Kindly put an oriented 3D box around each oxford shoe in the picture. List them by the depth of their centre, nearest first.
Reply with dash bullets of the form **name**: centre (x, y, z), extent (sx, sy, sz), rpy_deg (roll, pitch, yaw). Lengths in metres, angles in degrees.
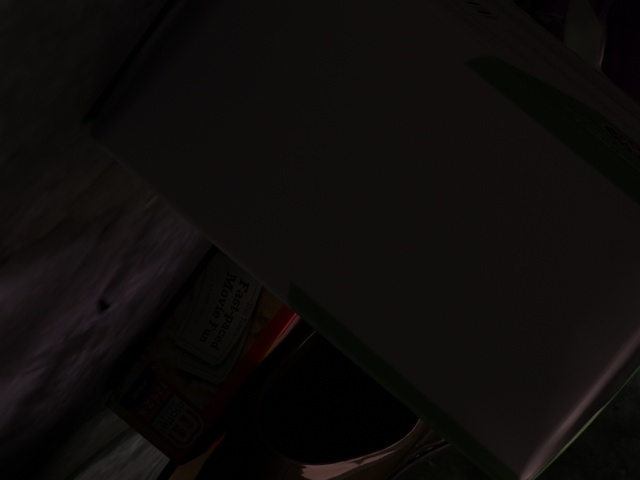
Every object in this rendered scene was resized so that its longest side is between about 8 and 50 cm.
- **oxford shoe**: centre (0.044, 0.045, 0.822), extent (0.227, 0.083, 0.096), rpy_deg (-45, 168, -36)

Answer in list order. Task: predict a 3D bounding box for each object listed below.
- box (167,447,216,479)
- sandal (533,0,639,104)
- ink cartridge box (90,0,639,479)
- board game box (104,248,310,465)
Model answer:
- **box**: centre (-0.017, 0.071, 1.120), extent (0.201, 0.021, 0.164), rpy_deg (-54, 171, 19)
- **sandal**: centre (0.142, -0.073, 1.053), extent (0.102, 0.169, 0.416), rpy_deg (-7, 158, -12)
- **ink cartridge box**: centre (0.047, -0.022, 0.612), extent (0.092, 0.160, 0.219), rpy_deg (-52, 171, 12)
- **board game box**: centre (0.000, 0.000, 0.840), extent (0.193, 0.045, 0.147), rpy_deg (-53, 171, 13)
